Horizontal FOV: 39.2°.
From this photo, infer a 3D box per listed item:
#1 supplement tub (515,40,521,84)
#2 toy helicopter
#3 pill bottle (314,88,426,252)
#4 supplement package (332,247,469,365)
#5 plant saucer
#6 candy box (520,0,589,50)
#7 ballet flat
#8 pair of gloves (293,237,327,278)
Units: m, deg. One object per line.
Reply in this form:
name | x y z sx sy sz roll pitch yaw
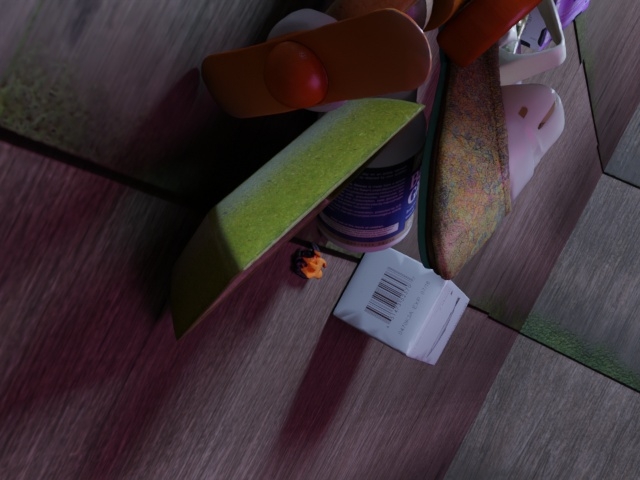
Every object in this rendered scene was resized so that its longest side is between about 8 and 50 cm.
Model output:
supplement tub | 0.189 -0.203 1.004 0.071 0.071 0.107 -59 159 -9
toy helicopter | 0.049 -0.161 0.510 0.235 0.140 0.355 -41 -178 -10
pill bottle | 0.042 -0.076 0.780 0.094 0.094 0.169 -48 155 -33
supplement package | 0.104 0.081 1.108 0.105 0.105 0.179 -62 160 -2
plant saucer | -0.033 -0.023 0.645 0.188 0.045 0.188 -43 180 -27
candy box | 0.283 -0.345 1.048 0.165 0.070 0.196 -42 152 -42
ballet flat | 0.143 -0.128 0.736 0.123 0.123 0.348 84 11 -56
pair of gloves | 0.000 0.000 0.897 0.083 0.010 0.074 -64 158 -3
